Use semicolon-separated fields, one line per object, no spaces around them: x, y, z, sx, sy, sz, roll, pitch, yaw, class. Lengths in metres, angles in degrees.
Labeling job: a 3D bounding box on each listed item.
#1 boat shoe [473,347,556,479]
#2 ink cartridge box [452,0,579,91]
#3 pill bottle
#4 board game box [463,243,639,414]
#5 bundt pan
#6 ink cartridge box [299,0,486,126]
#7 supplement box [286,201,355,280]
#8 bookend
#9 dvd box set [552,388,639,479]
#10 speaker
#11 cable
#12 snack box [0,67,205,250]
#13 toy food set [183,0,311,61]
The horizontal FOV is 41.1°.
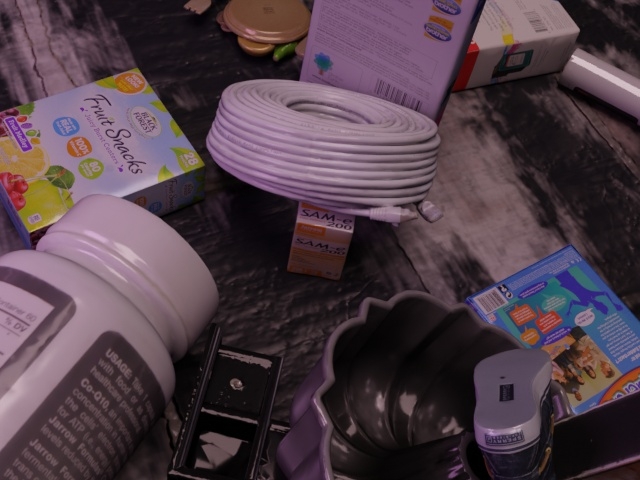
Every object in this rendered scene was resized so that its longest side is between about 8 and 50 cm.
0.160;0.153;0.699;0.065;0.083;0.183;-8;11;20;boat shoe
0.218;-0.287;1.174;0.230;0.078;0.134;-13;58;-18;ink cartridge box
-0.253;0.140;0.723;0.204;0.204;0.361;29;56;11;pill bottle
0.274;0.121;0.918;0.160;0.047;0.210;-23;62;-24;board game box
0.099;0.213;0.730;0.330;0.124;0.331;25;42;-25;bundt pan
0.082;-0.252;0.984;0.185;0.311;0.065;29;57;11;ink cartridge box
0.000;0.000;0.926;0.062;0.098;0.036;10;55;-1;supplement box
-0.049;0.179;0.811;0.157;0.072;0.156;14;54;0;bookend
0.422;0.209;0.651;0.420;0.307;0.062;26;55;-15;dvd box set
0.396;-0.209;1.163;0.136;0.055;0.055;32;57;12;speaker
0.004;-0.111;0.943;0.257;0.089;0.257;9;22;-7;cable
-0.261;-0.090;0.965;0.207;0.070;0.174;-25;62;-26;snack box
-0.075;-0.296;1.164;0.192;0.039;0.132;26;48;15;toy food set
